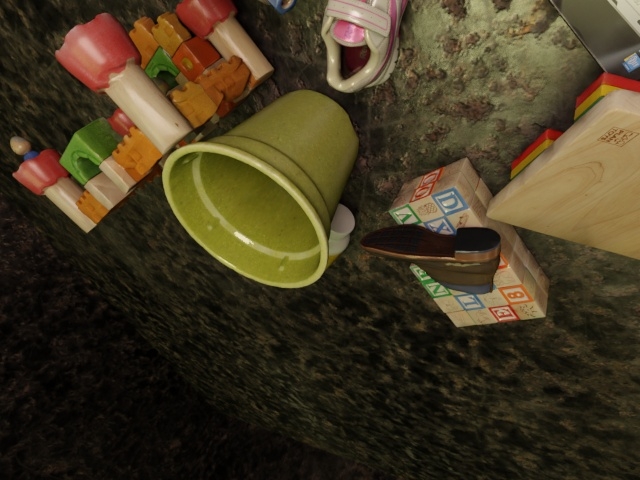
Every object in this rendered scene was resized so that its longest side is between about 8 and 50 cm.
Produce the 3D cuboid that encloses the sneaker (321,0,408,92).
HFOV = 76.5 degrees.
[{"bbox_3d":[0.060,-0.293,0.502,0.103,0.111,0.252,20,140,16],"label":"sneaker"}]

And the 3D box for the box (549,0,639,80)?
[{"bbox_3d":[0.330,-0.316,0.316,0.242,0.076,0.307,43,141,-12],"label":"box"}]

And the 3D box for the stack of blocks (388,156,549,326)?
[{"bbox_3d":[0.250,0.019,0.723,0.171,0.087,0.297,-20,118,46],"label":"stack of blocks"}]

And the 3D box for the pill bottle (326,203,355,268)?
[{"bbox_3d":[0.000,0.000,0.866,0.103,0.103,0.184,35,142,-3],"label":"pill bottle"}]

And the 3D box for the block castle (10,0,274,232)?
[{"bbox_3d":[-0.320,-0.225,0.690,0.453,0.303,0.213,-21,115,45],"label":"block castle"}]

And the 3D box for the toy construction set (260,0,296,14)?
[{"bbox_3d":[-0.115,-0.379,0.372,0.257,0.237,0.309,-13,105,52],"label":"toy construction set"}]

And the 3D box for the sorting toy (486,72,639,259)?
[{"bbox_3d":[0.377,-0.078,0.474,0.255,0.089,0.257,16,162,3],"label":"sorting toy"}]

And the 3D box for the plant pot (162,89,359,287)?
[{"bbox_3d":[-0.062,-0.107,0.668,0.276,0.254,0.276,20,142,16],"label":"plant pot"}]

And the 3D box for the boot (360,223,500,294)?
[{"bbox_3d":[0.174,0.037,0.658,0.219,0.082,0.106,3,130,31],"label":"boot"}]
